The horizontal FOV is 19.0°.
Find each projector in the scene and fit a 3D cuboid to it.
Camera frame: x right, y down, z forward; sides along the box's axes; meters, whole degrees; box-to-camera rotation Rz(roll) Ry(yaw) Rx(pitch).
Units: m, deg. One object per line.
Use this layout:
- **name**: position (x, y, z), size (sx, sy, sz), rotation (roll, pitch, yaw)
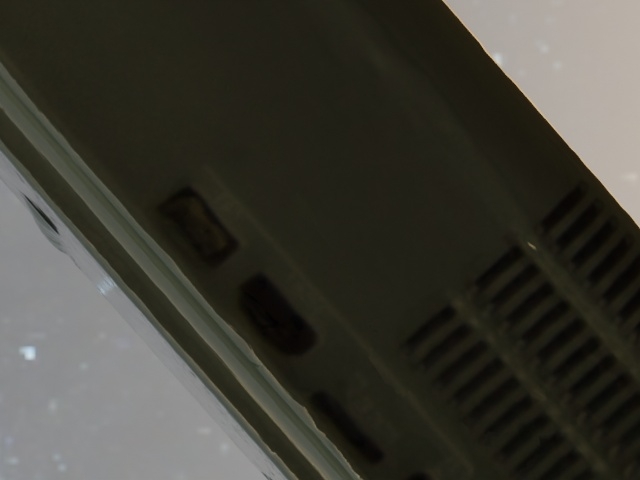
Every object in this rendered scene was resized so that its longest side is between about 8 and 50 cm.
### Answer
- **projector**: position (0.000, 0.000, 0.518), size (0.198, 0.108, 0.250), rotation (49, 173, -1)
